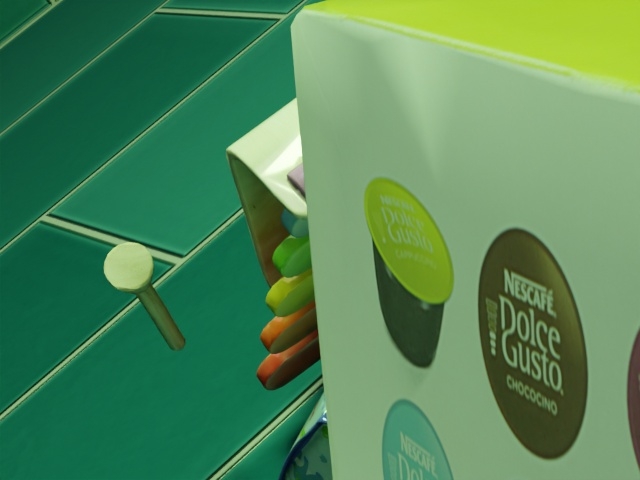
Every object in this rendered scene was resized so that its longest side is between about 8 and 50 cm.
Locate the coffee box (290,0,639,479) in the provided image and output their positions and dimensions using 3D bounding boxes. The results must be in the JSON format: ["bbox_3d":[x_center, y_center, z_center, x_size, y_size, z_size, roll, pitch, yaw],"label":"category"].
[{"bbox_3d":[0.218,0.095,0.476,0.338,0.334,0.337,-11,16,-21],"label":"coffee box"}]

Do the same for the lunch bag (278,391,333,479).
[{"bbox_3d":[0.040,0.112,1.137,0.129,0.096,0.151,-49,-2,-33],"label":"lunch bag"}]

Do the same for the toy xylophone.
[{"bbox_3d":[0.000,0.000,1.194,0.236,0.081,0.323,-39,-19,-1],"label":"toy xylophone"}]
